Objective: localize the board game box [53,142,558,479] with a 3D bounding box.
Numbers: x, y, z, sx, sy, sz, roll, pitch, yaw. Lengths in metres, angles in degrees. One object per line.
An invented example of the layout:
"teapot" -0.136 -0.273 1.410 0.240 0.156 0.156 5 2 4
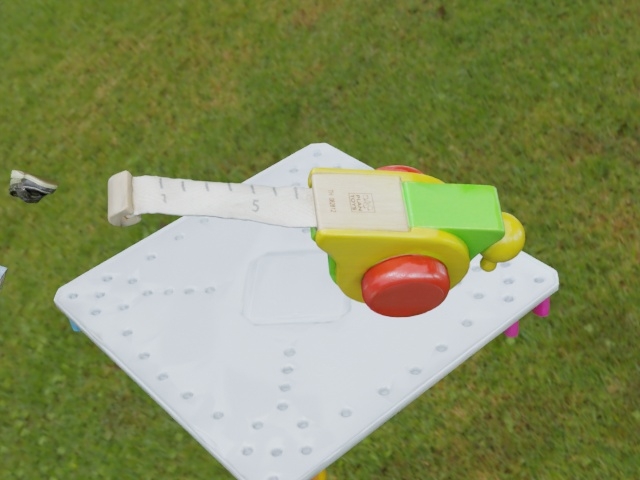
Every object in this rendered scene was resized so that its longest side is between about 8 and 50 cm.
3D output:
"board game box" -0.020 0.065 1.088 0.390 0.050 0.390 -32 44 -27

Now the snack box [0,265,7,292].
"snack box" -0.550 0.102 1.439 0.070 0.174 0.207 -82 15 -53

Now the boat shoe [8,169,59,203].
"boat shoe" -0.472 -0.084 1.687 0.152 0.056 0.049 14 88 57

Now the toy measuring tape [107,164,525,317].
"toy measuring tape" 0.000 0.000 0.804 0.330 0.121 0.121 2 55 -13
